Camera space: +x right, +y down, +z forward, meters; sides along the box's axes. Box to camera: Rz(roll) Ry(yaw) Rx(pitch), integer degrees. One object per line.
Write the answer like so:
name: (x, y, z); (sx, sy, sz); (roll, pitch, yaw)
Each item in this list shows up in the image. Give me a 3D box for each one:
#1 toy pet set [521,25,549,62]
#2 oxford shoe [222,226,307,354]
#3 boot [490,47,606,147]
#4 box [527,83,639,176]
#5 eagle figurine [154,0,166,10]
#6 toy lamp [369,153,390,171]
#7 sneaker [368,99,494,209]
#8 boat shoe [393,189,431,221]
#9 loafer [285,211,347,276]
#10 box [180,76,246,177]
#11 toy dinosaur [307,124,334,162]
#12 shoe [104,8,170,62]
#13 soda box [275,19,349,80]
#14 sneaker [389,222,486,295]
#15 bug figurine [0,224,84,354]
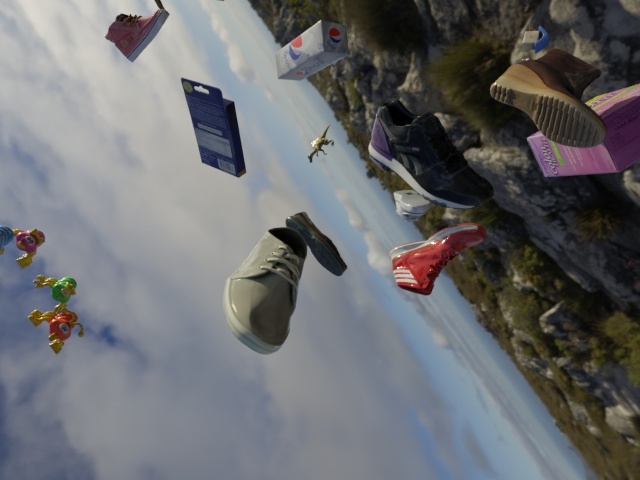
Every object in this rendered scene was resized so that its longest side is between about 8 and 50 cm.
toy pet set: (0.638, -0.576, 1.235); (0.065, 0.122, 0.114); (12, 174, 30)
oxford shoe: (-0.111, 0.085, 0.979); (0.169, 0.130, 0.449); (38, -159, -13)
boot: (0.487, -0.293, 0.817); (0.248, 0.206, 0.090); (48, 160, 33)
box: (0.649, -0.250, 0.952); (0.117, 0.213, 0.243); (59, 179, -7)
eagle figurine: (-0.450, -0.845, 1.305); (0.225, 0.298, 0.226); (14, 130, 34)
toy lamp: (0.251, -0.189, 1.108); (0.274, 0.080, 0.080); (31, 176, 28)
sneaker: (0.205, -0.170, 0.801); (0.283, 0.107, 0.124); (39, 148, 28)
boat shoe: (0.283, -0.099, 1.286); (0.258, 0.095, 0.084); (-76, -20, -75)
loafer: (0.000, 0.000, 1.385); (0.267, 0.084, 0.096); (44, 148, 16)
box: (-0.251, -0.269, 0.999); (0.136, 0.036, 0.225); (25, 140, 26)
toy dinosaur: (0.005, -0.395, 1.674); (0.092, 0.183, 0.053); (25, 174, 42)
shoe: (-0.418, -0.482, 0.949); (0.081, 0.178, 0.064); (38, -130, -33)
soda box: (-0.036, -0.599, 1.347); (0.286, 0.098, 0.091); (4, 101, 56)
sneaker: (0.265, 0.054, 0.925); (0.087, 0.221, 0.128); (35, -139, -44)
bug figurine: (-0.533, 0.065, 0.792); (0.279, 0.072, 0.216); (66, 166, -22)
